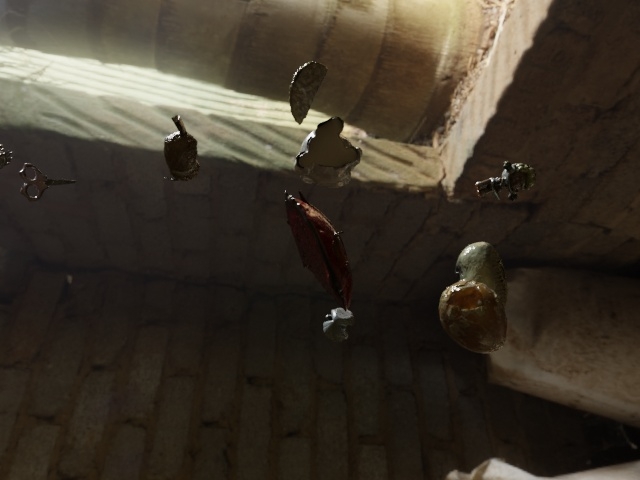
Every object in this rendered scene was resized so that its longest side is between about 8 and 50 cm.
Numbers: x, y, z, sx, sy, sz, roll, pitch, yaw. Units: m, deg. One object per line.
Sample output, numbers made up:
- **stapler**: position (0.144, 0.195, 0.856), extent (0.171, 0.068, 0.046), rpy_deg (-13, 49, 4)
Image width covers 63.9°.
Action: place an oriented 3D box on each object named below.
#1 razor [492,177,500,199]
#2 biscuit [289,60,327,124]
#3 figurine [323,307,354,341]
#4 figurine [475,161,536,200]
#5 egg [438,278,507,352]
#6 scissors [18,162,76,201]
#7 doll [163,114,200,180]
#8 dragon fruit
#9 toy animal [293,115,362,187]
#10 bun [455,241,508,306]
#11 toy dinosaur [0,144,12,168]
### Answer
- **razor**: position (0.663, -0.187, 1.957), extent (0.135, 0.068, 0.040), rpy_deg (33, -139, -54)
- **biscuit**: position (-0.058, -0.563, 1.882), extent (0.032, 0.133, 0.250), rpy_deg (17, 78, 39)
- **figurine**: position (0.051, 0.256, 1.553), extent (0.082, 0.094, 0.086), rpy_deg (-24, -43, -48)
- **figurine**: position (0.627, -0.196, 1.725), extent (0.093, 0.196, 0.147), rpy_deg (-119, 7, -62)
- **egg**: position (0.461, 0.230, 1.546), extent (0.195, 0.194, 0.233), rpy_deg (110, 141, -56)
- **scissors**: position (-0.737, -0.158, 1.398), extent (0.189, 0.015, 0.100), rpy_deg (-19, -74, -70)
- **doll**: position (-0.432, -0.279, 1.603), extent (0.115, 0.105, 0.221), rpy_deg (-40, -23, -41)
- **dragon fruit**: position (0.000, 0.000, 1.318), extent (0.343, 0.100, 0.282), rpy_deg (47, 162, 58)
- **toy animal**: position (0.019, -0.268, 1.805), extent (0.357, 0.257, 0.194), rpy_deg (112, 143, -77)
- **bun**: position (0.579, 0.141, 1.852), extent (0.273, 0.168, 0.273), rpy_deg (40, -139, -47)
- **toy dinosaur**: position (-0.667, -0.159, 1.044), extent (0.082, 0.039, 0.209), rpy_deg (-50, 22, -6)
